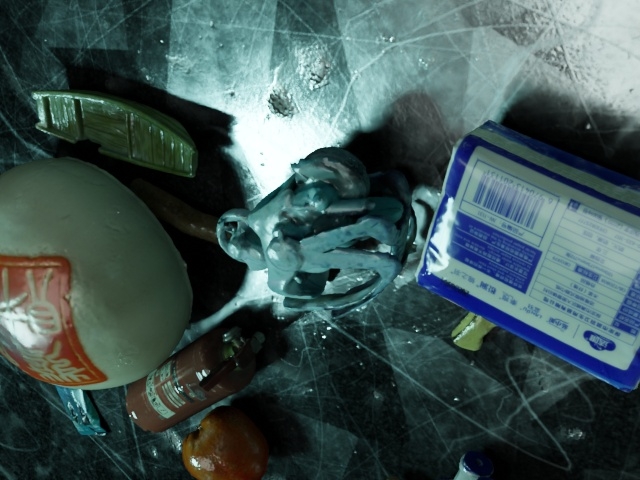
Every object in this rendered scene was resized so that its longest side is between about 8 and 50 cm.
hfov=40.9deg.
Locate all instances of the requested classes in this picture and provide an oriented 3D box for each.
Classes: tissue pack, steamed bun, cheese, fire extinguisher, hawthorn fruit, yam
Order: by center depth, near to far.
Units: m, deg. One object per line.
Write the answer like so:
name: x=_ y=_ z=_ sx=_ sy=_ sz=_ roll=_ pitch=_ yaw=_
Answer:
tissue pack: x=0.259 y=0.008 z=0.919 sx=0.270 sy=0.137 sz=0.209 roll=26 pitch=130 yaw=22
cheese: x=0.202 y=0.109 z=1.086 sx=0.044 sy=0.030 sz=0.083 roll=27 pitch=128 yaw=-11
yam: x=-0.139 y=-0.007 z=1.228 sx=0.327 sy=0.045 sz=0.045 roll=26 pitch=96 yaw=17
steamed bun: x=-0.388 y=0.068 z=1.284 sx=0.374 sy=0.241 sz=0.374 roll=24 pitch=133 yaw=27
fire extinguisher: x=-0.194 y=0.219 z=1.336 sx=0.106 sy=0.147 sz=0.337 roll=50 pitch=133 yaw=-6
hawthorn fruit: x=-0.152 y=0.346 z=1.404 sx=0.138 sy=0.133 sz=0.133 roll=40 pitch=132 yaw=2
tissue pack: x=-0.469 y=0.326 z=1.667 sx=0.085 sy=0.028 sz=0.138 roll=-7 pitch=110 yaw=37

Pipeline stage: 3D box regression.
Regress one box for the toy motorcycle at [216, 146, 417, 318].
toy motorcycle: x=0.000 y=0.000 z=1.076 sx=0.206 sy=0.154 sz=0.260 roll=44 pitch=133 yaw=-14

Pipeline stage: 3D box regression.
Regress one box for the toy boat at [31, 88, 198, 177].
toy boat: x=-0.283 y=-0.157 z=1.221 sx=0.293 sy=0.055 sz=0.093 roll=19 pitch=126 yaw=23

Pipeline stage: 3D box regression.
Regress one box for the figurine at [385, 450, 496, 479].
figurine: x=0.167 y=0.410 z=1.246 sx=0.194 sy=0.133 sz=0.274 roll=37 pitch=114 yaw=51
